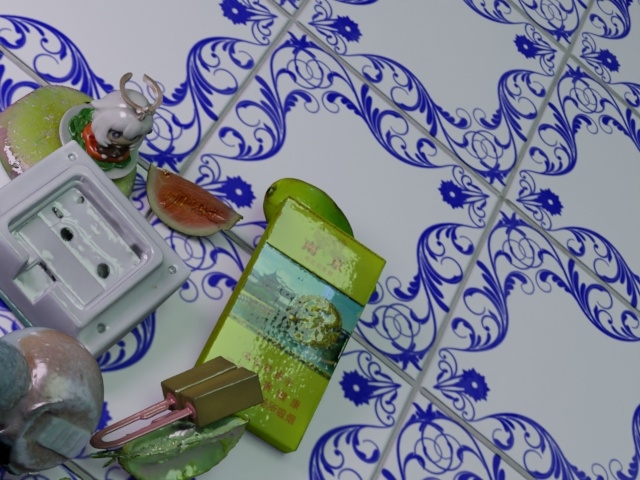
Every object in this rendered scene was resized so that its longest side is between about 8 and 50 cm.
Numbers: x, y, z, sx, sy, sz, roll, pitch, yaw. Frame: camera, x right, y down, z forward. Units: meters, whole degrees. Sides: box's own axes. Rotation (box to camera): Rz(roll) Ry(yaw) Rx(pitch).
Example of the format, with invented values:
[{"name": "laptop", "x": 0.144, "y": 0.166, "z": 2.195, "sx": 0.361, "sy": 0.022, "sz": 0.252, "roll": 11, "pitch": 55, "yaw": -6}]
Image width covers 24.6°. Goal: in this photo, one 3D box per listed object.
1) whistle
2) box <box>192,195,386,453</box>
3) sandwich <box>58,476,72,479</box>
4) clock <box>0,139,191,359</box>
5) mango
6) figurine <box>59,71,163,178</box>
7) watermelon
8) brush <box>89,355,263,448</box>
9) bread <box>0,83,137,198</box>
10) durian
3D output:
[{"name": "whistle", "x": -0.395, "y": 0.168, "z": 1.780, "sx": 0.348, "sy": 0.189, "sz": 0.189, "roll": 37, "pitch": 38, "yaw": -50}, {"name": "box", "x": -0.048, "y": 0.120, "z": 2.142, "sx": 0.187, "sy": 0.047, "sz": 0.335, "roll": 33, "pitch": 64, "yaw": -14}, {"name": "sandwich", "x": -0.348, "y": 0.379, "z": 1.758, "sx": 0.160, "sy": 0.109, "sz": 0.185, "roll": 3, "pitch": 59, "yaw": -39}, {"name": "clock", "x": -0.330, "y": 0.012, "z": 1.996, "sx": 0.262, "sy": 0.116, "sz": 0.231, "roll": 49, "pitch": 54, "yaw": -1}, {"name": "mango", "x": 0.000, "y": 0.000, "z": 2.287, "sx": 0.233, "sy": 0.111, "sz": 0.125, "roll": 46, "pitch": 48, "yaw": -6}, {"name": "figurine", "x": -0.289, "y": -0.178, "z": 2.105, "sx": 0.132, "sy": 0.153, "sz": 0.132, "roll": 21, "pitch": 50, "yaw": -27}, {"name": "watermelon", "x": -0.206, "y": -0.048, "z": 2.193, "sx": 0.163, "sy": 0.087, "sz": 0.069, "roll": 30, "pitch": 78, "yaw": -16}, {"name": "brush", "x": -0.201, "y": 0.224, "z": 1.950, "sx": 0.233, "sy": 0.103, "sz": 0.047, "roll": -20, "pitch": 110, "yaw": -29}, {"name": "bread", "x": -0.369, "y": -0.136, "z": 2.148, "sx": 0.228, "sy": 0.033, "sz": 0.228, "roll": 18, "pitch": 53, "yaw": -26}, {"name": "durian", "x": -0.201, "y": 0.272, "z": 1.948, "sx": 0.215, "sy": 0.100, "sz": 0.086, "roll": -14, "pitch": 70, "yaw": -16}]
